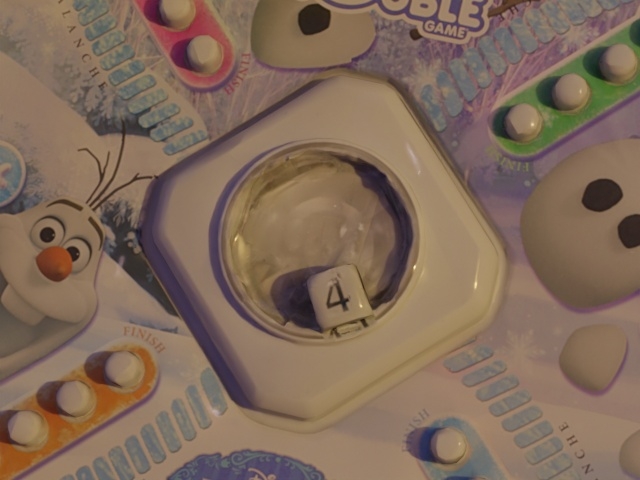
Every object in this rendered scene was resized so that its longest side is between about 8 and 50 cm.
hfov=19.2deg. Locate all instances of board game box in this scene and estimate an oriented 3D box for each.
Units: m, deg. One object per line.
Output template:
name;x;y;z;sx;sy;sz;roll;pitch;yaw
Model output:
board game box;0.000;0.000;0.751;0.390;0.050;0.390;13;82;7
